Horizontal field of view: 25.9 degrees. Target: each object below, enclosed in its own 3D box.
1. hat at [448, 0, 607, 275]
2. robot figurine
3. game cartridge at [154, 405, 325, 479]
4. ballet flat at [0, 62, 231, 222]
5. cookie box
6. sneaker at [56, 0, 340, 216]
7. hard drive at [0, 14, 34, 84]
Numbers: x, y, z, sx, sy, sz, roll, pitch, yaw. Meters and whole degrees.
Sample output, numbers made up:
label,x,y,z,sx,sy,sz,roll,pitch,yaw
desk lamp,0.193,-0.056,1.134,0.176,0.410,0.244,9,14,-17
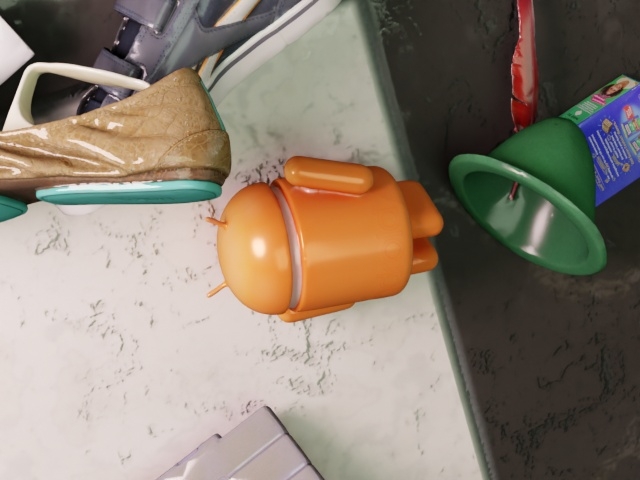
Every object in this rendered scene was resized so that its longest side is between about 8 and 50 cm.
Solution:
label,x,y,z,sx,sy,sz,roll,pitch,yaw
hat,0.237,-0.097,1.333,0.183,0.173,0.208,-55,144,-17
robot figurine,0.000,-0.002,1.282,0.219,0.158,0.128,-9,79,-16
game cartridge,-0.127,0.349,1.333,0.355,0.068,0.230,-37,72,-3
ballet flat,-0.237,-0.075,1.090,0.342,0.116,0.124,-8,79,13
cookie box,0.286,-0.098,1.394,0.107,0.040,0.092,-33,116,-6
sneaker,-0.132,-0.166,1.181,0.321,0.126,0.127,-44,121,-10
hard drive,-0.419,-0.123,1.107,0.318,0.040,0.210,-42,117,-2
